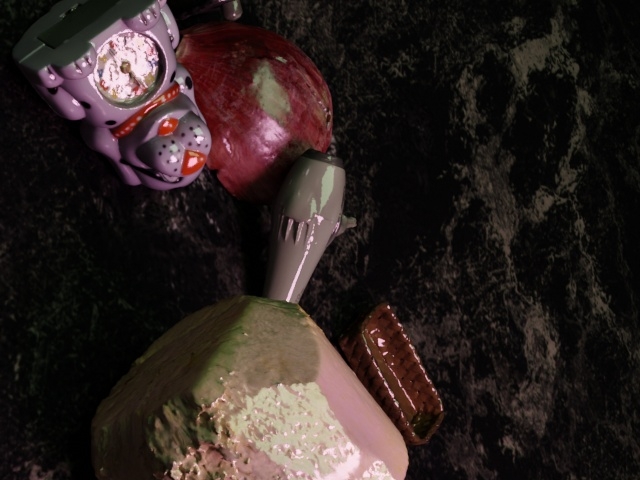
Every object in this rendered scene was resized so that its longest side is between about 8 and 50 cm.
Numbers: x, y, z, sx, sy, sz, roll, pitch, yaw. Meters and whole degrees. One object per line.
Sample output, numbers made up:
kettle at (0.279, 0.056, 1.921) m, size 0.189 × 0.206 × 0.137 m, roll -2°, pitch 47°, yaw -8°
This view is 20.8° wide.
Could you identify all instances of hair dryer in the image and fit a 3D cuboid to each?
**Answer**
hair dryer at (-0.016, 0.027, 2.247) m, size 0.267 × 0.092 × 0.229 m, roll 66°, pitch 44°, yaw -66°

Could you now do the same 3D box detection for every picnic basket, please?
picnic basket at (0.094, 0.183, 2.344) m, size 0.193 × 0.055 × 0.110 m, roll 61°, pitch 34°, yaw -12°

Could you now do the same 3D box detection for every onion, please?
onion at (-0.084, -0.183, 2.225) m, size 0.283 × 0.120 × 0.227 m, roll 36°, pitch 51°, yaw -38°

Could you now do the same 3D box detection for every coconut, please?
coconut at (-0.067, 0.244, 1.880) m, size 0.309 × 0.297 × 0.297 m, roll 52°, pitch 37°, yaw -16°

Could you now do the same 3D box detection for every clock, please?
clock at (-0.213, -0.157, 2.010) m, size 0.254 × 0.189 × 0.189 m, roll 60°, pitch 34°, yaw -27°

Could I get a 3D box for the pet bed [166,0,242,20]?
pet bed at (-0.120, -0.356, 2.148) m, size 0.183 × 0.211 × 0.159 m, roll -47°, pitch 109°, yaw -18°
